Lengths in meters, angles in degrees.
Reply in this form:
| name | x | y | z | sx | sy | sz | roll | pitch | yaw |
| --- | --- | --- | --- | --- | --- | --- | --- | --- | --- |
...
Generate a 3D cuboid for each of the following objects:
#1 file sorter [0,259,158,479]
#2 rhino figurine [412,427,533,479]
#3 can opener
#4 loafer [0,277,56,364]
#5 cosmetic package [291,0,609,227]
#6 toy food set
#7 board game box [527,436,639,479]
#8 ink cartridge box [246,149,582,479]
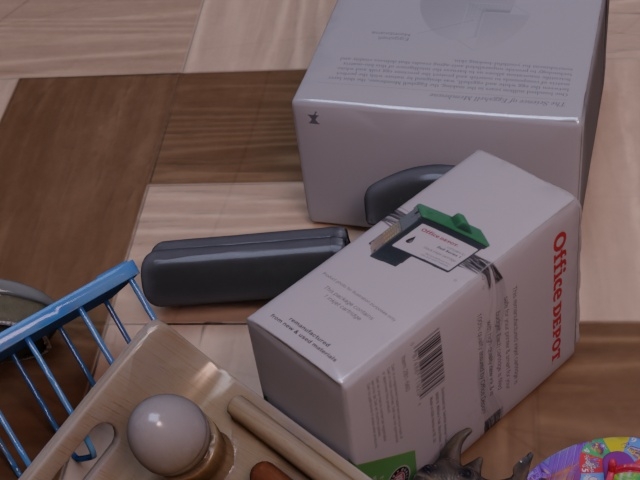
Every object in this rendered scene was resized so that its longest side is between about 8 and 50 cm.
| name | x | y | z | sx | sy | sz | roll | pitch | yaw |
| --- | --- | --- | --- | --- | --- | --- | --- | --- | --- |
| file sorter | -0.186 | 0.106 | 0.854 | 0.170 | 0.118 | 0.104 | -31 | 91 | -22 |
| rhino figurine | 0.104 | 0.213 | 0.738 | 0.106 | 0.073 | 0.243 | -11 | 45 | 6 |
| can opener | 0.000 | 0.000 | 0.971 | 0.280 | 0.093 | 0.074 | -9 | 9 | 5 |
| loafer | -0.314 | 0.093 | 0.921 | 0.251 | 0.094 | 0.087 | -10 | 61 | -15 |
| cosmetic package | 0.118 | -0.124 | 1.047 | 0.224 | 0.138 | 0.224 | 6 | 44 | 15 |
| toy food set | -0.063 | 0.200 | 0.705 | 0.306 | 0.092 | 0.219 | 31 | 78 | 38 |
| board game box | 0.201 | 0.181 | 0.788 | 0.133 | 0.033 | 0.168 | -22 | 45 | -13 |
| ink cartridge box | 0.071 | 0.065 | 0.839 | 0.219 | 0.160 | 0.093 | -36 | 49 | -27 |
